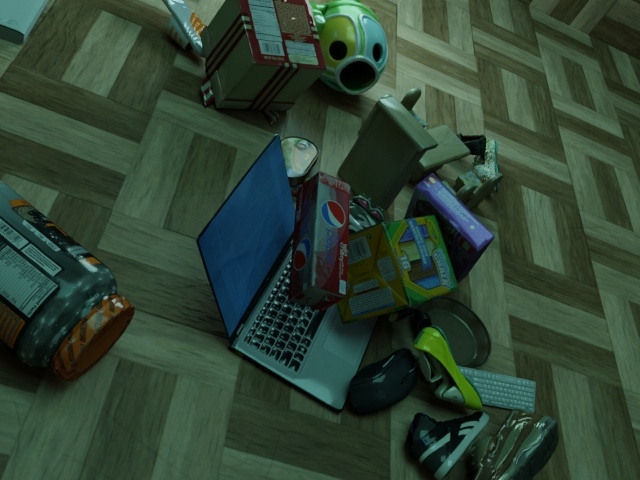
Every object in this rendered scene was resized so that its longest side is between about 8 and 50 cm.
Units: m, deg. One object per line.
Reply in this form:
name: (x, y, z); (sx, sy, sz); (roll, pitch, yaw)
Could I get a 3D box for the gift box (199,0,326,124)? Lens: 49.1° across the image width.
gift box: (-0.164, -0.463, 1.815); (0.255, 0.258, 0.276); (1, 72, -32)

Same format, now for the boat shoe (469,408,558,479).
boat shoe: (0.358, 0.460, 1.414); (0.116, 0.123, 0.324); (22, 42, 39)

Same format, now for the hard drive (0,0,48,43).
hard drive: (-0.789, -0.618, 1.733); (0.203, 0.040, 0.308); (18, 45, -16)

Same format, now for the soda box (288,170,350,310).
soda box: (0.000, 0.000, 1.397); (0.083, 0.092, 0.263); (20, 57, -26)

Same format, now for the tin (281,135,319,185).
tin: (-0.072, -0.203, 1.775); (0.106, 0.040, 0.190); (28, 41, 3)

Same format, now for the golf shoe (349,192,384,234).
golf shoe: (0.156, 0.010, 1.709); (0.273, 0.105, 0.120); (36, 65, 4)

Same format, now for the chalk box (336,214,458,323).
chalk box: (0.169, 0.057, 1.525); (0.289, 0.180, 0.179); (-8, 80, -52)

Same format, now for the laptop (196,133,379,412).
laptop: (-0.028, 0.059, 1.437); (0.408, 0.236, 0.382); (31, 44, -2)

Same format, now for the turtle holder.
turtle holder: (0.071, -0.565, 2.002); (0.243, 0.320, 0.227); (-16, 55, 1)

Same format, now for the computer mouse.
computer mouse: (0.161, 0.243, 1.446); (0.262, 0.060, 0.184); (-15, 98, -39)

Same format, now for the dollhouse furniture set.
dollhouse furniture set: (0.273, -0.257, 1.877); (0.394, 0.256, 0.362); (-22, 66, -41)

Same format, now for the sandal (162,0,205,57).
sandal: (-0.387, -0.598, 1.921); (0.265, 0.076, 0.102); (56, 31, 4)

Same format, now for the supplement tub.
supplement tub: (-0.494, 0.068, 1.177); (0.338, 0.207, 0.207); (39, 44, 4)

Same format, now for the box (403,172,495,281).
box: (0.290, -0.015, 1.659); (0.057, 0.293, 0.201); (-38, 75, -14)

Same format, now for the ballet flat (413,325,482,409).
ballet flat: (0.259, 0.284, 1.464); (0.077, 0.077, 0.231); (-40, 110, -28)

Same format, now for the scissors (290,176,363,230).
scissors: (0.036, -0.093, 1.666); (0.109, 0.021, 0.297); (-19, 33, -35)

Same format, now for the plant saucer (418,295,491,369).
plant saucer: (0.306, 0.220, 1.635); (0.198, 0.036, 0.199); (17, 46, -18)

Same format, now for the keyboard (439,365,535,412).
keyboard: (0.377, 0.332, 1.570); (0.256, 0.014, 0.072); (14, 79, -20)

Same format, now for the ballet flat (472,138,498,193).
ballet flat: (0.500, -0.222, 2.122); (0.077, 0.091, 0.241); (2, 39, 11)

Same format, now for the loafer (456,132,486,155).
loafer: (0.415, -0.299, 2.106); (0.170, 0.061, 0.062); (2, 44, 4)

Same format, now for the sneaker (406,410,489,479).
sneaker: (0.255, 0.382, 1.433); (0.121, 0.079, 0.217); (39, 36, 19)
